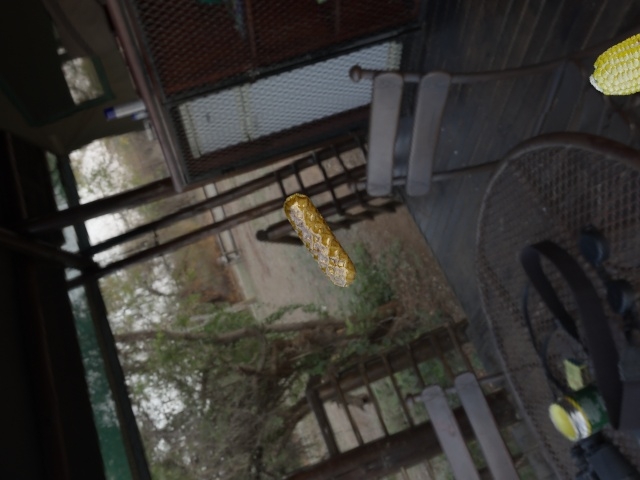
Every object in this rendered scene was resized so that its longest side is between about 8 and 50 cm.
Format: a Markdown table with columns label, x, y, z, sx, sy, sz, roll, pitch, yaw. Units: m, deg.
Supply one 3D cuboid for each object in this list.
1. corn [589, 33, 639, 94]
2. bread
| label | x | y | z | sx | sy | sz | roll | pitch | yaw |
| --- | --- | --- | --- | --- | --- | --- | --- | --- | --- |
| corn | 0.427 | -0.230 | 0.751 | 0.206 | 0.067 | 0.067 | -17 | 93 | 43 |
| bread | 0.000 | 0.000 | 0.915 | 0.157 | 0.044 | 0.052 | 56 | 171 | -8 |
